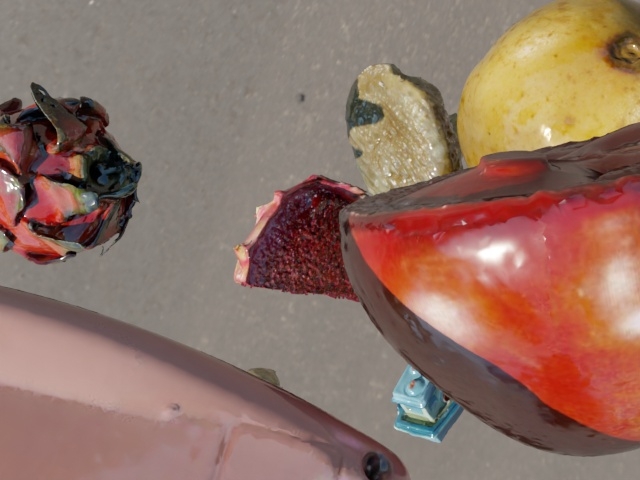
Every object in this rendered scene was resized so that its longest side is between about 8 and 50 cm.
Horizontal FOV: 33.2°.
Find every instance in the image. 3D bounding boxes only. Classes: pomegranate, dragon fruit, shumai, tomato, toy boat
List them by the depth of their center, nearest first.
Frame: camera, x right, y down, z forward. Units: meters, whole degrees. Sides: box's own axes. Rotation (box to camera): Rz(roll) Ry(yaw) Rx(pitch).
[{"bbox_3d":[0.125,0.021,0.488,0.200,0.233,0.140,-1,102,55],"label":"tomato"},{"bbox_3d":[0.297,-0.124,1.166,0.307,0.307,0.307,8,125,11],"label":"pomegranate"},{"bbox_3d":[-0.298,-0.068,1.214,0.274,0.193,0.192,-1,83,30],"label":"dragon fruit"},{"bbox_3d":[0.127,-0.124,1.360,0.161,0.153,0.209,-54,56,28],"label":"shumai"},{"bbox_3d":[-0.005,-0.006,1.436,0.274,0.126,0.161,7,92,-31],"label":"dragon fruit"},{"bbox_3d":[0.183,0.175,1.568,0.109,0.238,0.098,7,143,42],"label":"toy boat"}]

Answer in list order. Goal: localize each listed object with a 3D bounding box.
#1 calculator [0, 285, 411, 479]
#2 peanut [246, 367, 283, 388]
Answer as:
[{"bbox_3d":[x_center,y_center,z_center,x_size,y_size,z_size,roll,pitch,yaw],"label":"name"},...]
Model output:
[{"bbox_3d":[-0.142,0.109,0.350,0.329,0.220,0.048,13,152,3],"label":"calculator"},{"bbox_3d":[-0.140,0.267,1.544,0.214,0.099,0.099,-35,114,-7],"label":"peanut"}]
